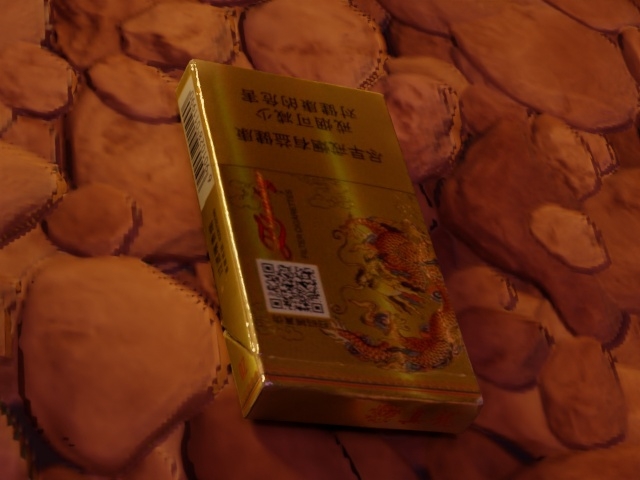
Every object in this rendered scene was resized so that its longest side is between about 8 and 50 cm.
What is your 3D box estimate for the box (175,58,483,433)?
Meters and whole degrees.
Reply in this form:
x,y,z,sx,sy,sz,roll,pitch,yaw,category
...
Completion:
x,y,z,sx,sy,sz,roll,pitch,yaw,category
0.000,0.000,0.597,0.089,0.022,0.156,5,48,-26,box
